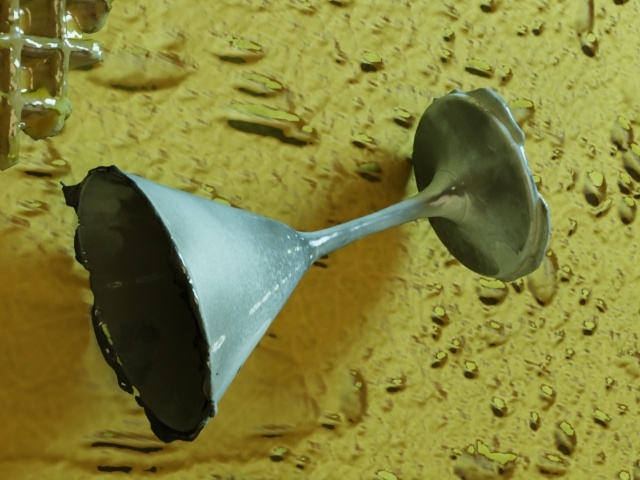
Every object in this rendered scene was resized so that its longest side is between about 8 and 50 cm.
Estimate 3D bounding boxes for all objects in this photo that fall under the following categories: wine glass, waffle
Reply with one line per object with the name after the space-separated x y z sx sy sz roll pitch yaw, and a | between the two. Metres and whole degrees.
0.000 0.000 0.759 0.232 0.156 0.156 -20 105 -28 | wine glass
-0.177 -0.132 0.683 0.160 0.046 0.192 -48 121 -34 | waffle
